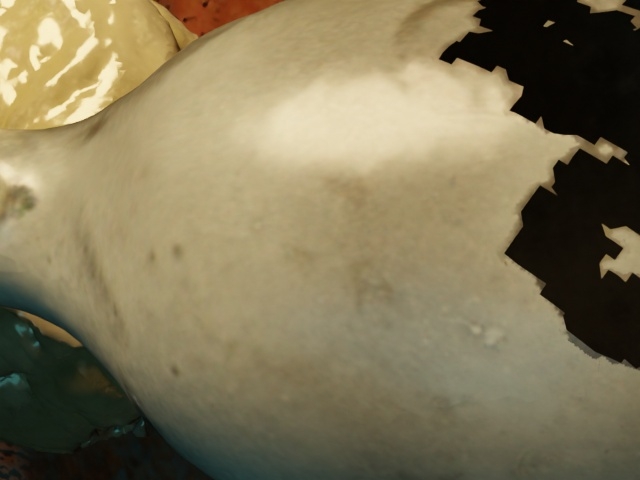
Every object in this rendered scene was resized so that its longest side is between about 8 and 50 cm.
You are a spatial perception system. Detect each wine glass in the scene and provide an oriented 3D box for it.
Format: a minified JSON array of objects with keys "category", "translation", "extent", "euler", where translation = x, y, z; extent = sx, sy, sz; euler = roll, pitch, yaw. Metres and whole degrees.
[{"category":"wine glass","translation":[-0.002,0.002,0.446],"extent":[0.357,0.190,0.190],"euler":[6,116,10]}]

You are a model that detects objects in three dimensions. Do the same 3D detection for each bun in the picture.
[{"category":"bun","translation":[-0.123,-0.011,0.622],"extent":[0.220,0.134,0.220],"euler":[13,114,32]}]
